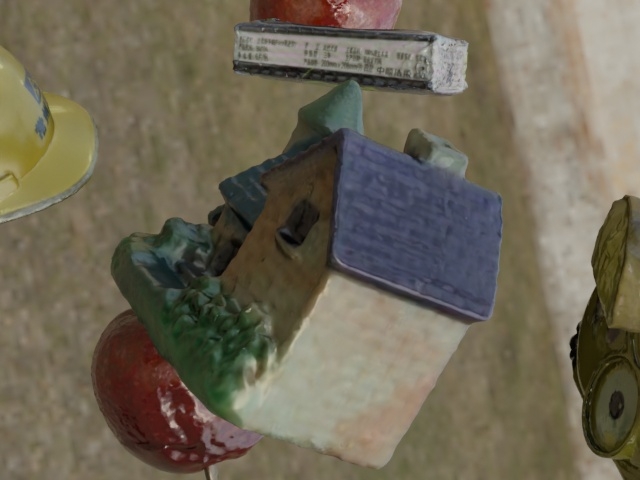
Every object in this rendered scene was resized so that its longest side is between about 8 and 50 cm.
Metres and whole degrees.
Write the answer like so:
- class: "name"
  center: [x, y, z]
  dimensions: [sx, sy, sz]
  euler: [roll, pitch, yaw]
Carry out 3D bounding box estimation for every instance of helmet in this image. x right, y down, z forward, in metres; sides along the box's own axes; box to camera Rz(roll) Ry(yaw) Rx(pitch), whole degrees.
- class: "helmet"
  center: [-0.320, -0.110, 1.513]
  dimensions: [0.205, 0.257, 0.140]
  euler: [-99, 179, -49]

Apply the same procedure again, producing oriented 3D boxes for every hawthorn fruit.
- class: "hawthorn fruit"
  center: [0.013, -0.334, 2.440]
  dimensions: [0.205, 0.205, 0.253]
  euler: [-93, -163, -44]
- class: "hawthorn fruit"
  center: [-0.147, 0.183, 2.177]
  dimensions: [0.210, 0.230, 0.266]
  euler: [22, -49, 49]

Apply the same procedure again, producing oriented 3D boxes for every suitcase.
- class: "suitcase"
  center: [0.279, 0.085, 1.372]
  dimensions: [0.194, 0.143, 0.235]
  euler: [-64, -154, 29]

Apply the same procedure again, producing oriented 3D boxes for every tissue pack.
- class: "tissue pack"
  center: [0.035, -0.205, 2.083]
  dimensions: [0.173, 0.235, 0.073]
  euler: [-13, 109, -72]

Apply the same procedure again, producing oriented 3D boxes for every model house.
- class: "model house"
  center: [0.000, 0.000, 1.691]
  dimensions: [0.245, 0.280, 0.312]
  euler: [22, 16, -34]

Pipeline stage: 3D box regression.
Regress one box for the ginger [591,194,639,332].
- class: "ginger"
  center: [0.306, 0.034, 1.201]
  dimensions: [0.109, 0.263, 0.116]
  euler: [-35, 138, -78]
